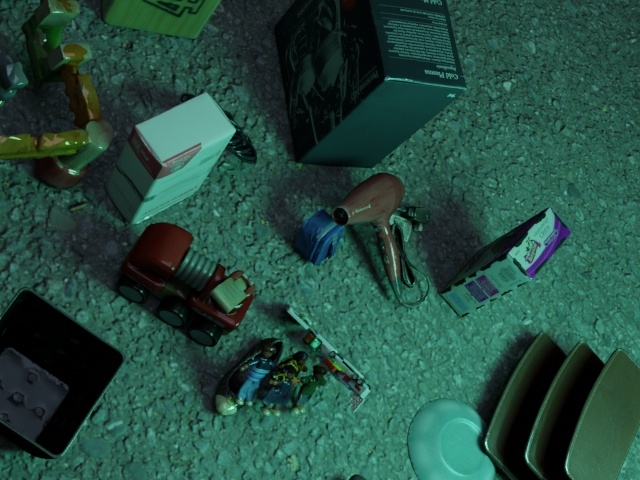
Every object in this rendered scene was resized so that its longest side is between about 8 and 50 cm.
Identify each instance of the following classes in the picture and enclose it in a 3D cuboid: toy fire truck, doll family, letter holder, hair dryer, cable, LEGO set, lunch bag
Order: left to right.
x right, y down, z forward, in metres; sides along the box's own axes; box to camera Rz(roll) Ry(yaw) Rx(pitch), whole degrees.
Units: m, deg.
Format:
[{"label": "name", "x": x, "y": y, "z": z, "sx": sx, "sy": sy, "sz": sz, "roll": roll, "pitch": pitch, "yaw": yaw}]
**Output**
[{"label": "toy fire truck", "x": -0.203, "y": 0.063, "z": 1.720, "sx": 0.217, "sy": 0.246, "sz": 0.158, "roll": 34, "pitch": 57, "yaw": -11}, {"label": "cable", "x": -0.168, "y": -0.197, "z": 1.917, "sx": 0.150, "sy": 0.047, "sz": 0.184, "roll": 47, "pitch": 9, "yaw": 38}, {"label": "doll family", "x": -0.064, "y": 0.230, "z": 1.784, "sx": 0.076, "sy": 0.111, "sz": 0.193, "roll": 38, "pitch": 16, "yaw": 27}, {"label": "lunch bag", "x": 0.000, "y": 0.000, "z": 1.949, "sx": 0.065, "sy": 0.098, "sz": 0.067, "roll": 42, "pitch": 56, "yaw": 16}, {"label": "LEGO set", "x": 0.002, "y": 0.194, "z": 1.803, "sx": 0.182, "sy": 0.244, "sz": 0.060, "roll": 44, "pitch": 88, "yaw": -4}, {"label": "hair dryer", "x": 0.129, "y": -0.017, "z": 1.978, "sx": 0.293, "sy": 0.080, "sz": 0.224, "roll": 28, "pitch": 54, "yaw": -41}, {"label": "letter holder", "x": 0.463, "y": 0.324, "z": 1.993, "sx": 0.214, "sy": 0.152, "sz": 0.302, "roll": 47, "pitch": 55, "yaw": -16}]

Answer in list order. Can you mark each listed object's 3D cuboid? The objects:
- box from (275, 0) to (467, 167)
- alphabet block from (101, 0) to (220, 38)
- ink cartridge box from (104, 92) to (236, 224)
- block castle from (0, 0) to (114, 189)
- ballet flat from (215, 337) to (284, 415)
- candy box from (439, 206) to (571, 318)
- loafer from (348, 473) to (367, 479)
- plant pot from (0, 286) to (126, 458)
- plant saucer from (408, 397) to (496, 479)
[{"label": "box", "x": 0.082, "y": -0.348, "z": 1.992, "sx": 0.178, "sy": 0.343, "sz": 0.313, "roll": 1, "pitch": 68, "yaw": -29}, {"label": "alphabet block", "x": -0.287, "y": -0.511, "z": 1.958, "sx": 0.193, "sy": 0.197, "sz": 0.192, "roll": 3, "pitch": 67, "yaw": -26}, {"label": "ink cartridge box", "x": -0.257, "y": -0.135, "z": 1.796, "sx": 0.158, "sy": 0.218, "sz": 0.092, "roll": -31, "pitch": 79, "yaw": -34}, {"label": "block castle", "x": -0.550, "y": -0.300, "z": 1.726, "sx": 0.303, "sy": 0.212, "sz": 0.453, "roll": -11, "pitch": 80, "yaw": -43}, {"label": "ballet flat", "x": -0.123, "y": 0.227, "z": 1.809, "sx": 0.057, "sy": 0.049, "sz": 0.173, "roll": 42, "pitch": 56, "yaw": -7}, {"label": "candy box", "x": 0.350, "y": 0.044, "z": 2.028, "sx": 0.071, "sy": 0.233, "sz": 0.159, "roll": 48, "pitch": 55, "yaw": -1}, {"label": "loafer", "x": 0.167, "y": 0.494, "z": 1.816, "sx": 0.302, "sy": 0.109, "sz": 0.095, "roll": 27, "pitch": 55, "yaw": -12}, {"label": "plant pot", "x": -0.432, "y": 0.214, "z": 1.582, "sx": 0.188, "sy": 0.167, "sz": 0.187, "roll": 36, "pitch": 57, "yaw": -9}, {"label": "plant saucer", "x": 0.252, "y": 0.381, "z": 1.949, "sx": 0.194, "sy": 0.037, "sz": 0.195, "roll": 10, "pitch": 65, "yaw": -23}]
